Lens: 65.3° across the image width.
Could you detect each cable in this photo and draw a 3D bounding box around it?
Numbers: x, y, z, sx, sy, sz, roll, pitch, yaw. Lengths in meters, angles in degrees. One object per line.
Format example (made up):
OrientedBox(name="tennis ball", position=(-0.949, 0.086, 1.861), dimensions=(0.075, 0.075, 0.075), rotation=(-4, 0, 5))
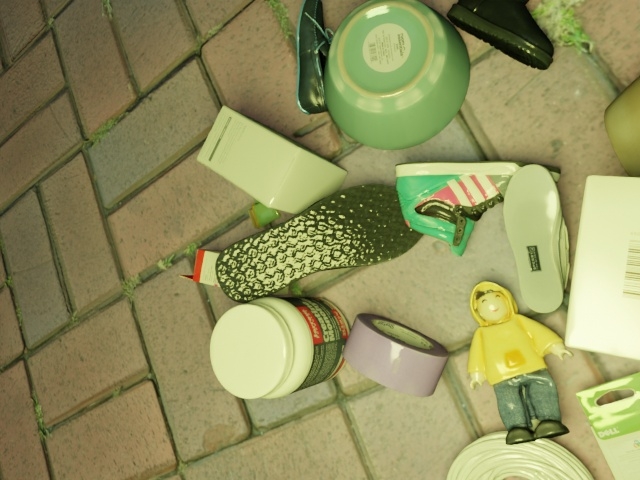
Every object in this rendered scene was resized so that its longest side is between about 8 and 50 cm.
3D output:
OrientedBox(name="cable", position=(0.353, 0.461, 0.869), dimensions=(0.257, 0.089, 0.257), rotation=(-46, 66, 16))

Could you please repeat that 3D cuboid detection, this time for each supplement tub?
OrientedBox(name="supplement tub", position=(-0.071, 0.210, 1.011), dimensions=(0.191, 0.272, 0.191), rotation=(-3, 83, 27))

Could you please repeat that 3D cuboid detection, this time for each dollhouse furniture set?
OrientedBox(name="dollhouse furniture set", position=(-0.132, -0.033, 1.189), dimensions=(0.076, 0.058, 0.152), rotation=(-27, 73, 22))

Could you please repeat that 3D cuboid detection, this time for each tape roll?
OrientedBox(name="tape roll", position=(0.141, 0.213, 0.948), dimensions=(0.189, 0.189, 0.080), rotation=(23, 95, 27))

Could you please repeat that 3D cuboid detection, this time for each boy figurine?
OrientedBox(name="boy figurine", position=(0.339, 0.197, 0.870), dimensions=(0.177, 0.092, 0.285), rotation=(-21, 60, 24))

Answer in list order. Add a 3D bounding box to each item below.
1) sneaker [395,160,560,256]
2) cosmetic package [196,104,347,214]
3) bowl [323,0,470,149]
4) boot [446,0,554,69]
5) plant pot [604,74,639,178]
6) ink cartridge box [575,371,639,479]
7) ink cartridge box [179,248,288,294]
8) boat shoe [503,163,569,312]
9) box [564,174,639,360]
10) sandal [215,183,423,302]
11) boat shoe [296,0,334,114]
OrientedBox(name="sneaker", position=(0.288, -0.059, 0.941), dimensions=(0.295, 0.124, 0.179), rotation=(2, 96, 16))
OrientedBox(name="cosmetic package", position=(-0.099, -0.162, 1.092), dimensions=(0.224, 0.224, 0.138), rotation=(34, 101, 26))
OrientedBox(name="bowl", position=(0.136, -0.347, 0.989), dimensions=(0.311, 0.163, 0.312), rotation=(0, 90, 15))
OrientedBox(name="boot", position=(0.388, -0.466, 0.943), dimensions=(0.246, 0.094, 0.207), rotation=(46, 109, 30))
OrientedBox(name="plant pot", position=(0.591, -0.185, 0.705), dimensions=(0.280, 0.323, 0.323), rotation=(-34, 69, 45))
OrientedBox(name="ink cartridge box", position=(0.515, 0.329, 0.812), dimensions=(0.109, 0.062, 0.209), rotation=(-27, 73, 22))
OrientedBox(name="ink cartridge box", position=(-0.200, 0.070, 1.170), dimensions=(0.231, 0.134, 0.078), rotation=(9, 90, 27))
OrientedBox(name="boat shoe", position=(0.382, -0.007, 0.875), dimensions=(0.095, 0.084, 0.258), rotation=(3, 105, 37))
OrientedBox(name="box", position=(0.456, 0.049, 0.712), dimensions=(0.168, 0.345, 0.215), rotation=(7, 89, 28))
OrientedBox(name="sandal", position=(-0.002, -0.002, 1.050), dimensions=(0.445, 0.107, 0.168), rotation=(-17, 91, 0))
OrientedBox(name="boat shoe", position=(0.001, -0.422, 1.152), dimensions=(0.089, 0.109, 0.258), rotation=(4, 103, 21))
